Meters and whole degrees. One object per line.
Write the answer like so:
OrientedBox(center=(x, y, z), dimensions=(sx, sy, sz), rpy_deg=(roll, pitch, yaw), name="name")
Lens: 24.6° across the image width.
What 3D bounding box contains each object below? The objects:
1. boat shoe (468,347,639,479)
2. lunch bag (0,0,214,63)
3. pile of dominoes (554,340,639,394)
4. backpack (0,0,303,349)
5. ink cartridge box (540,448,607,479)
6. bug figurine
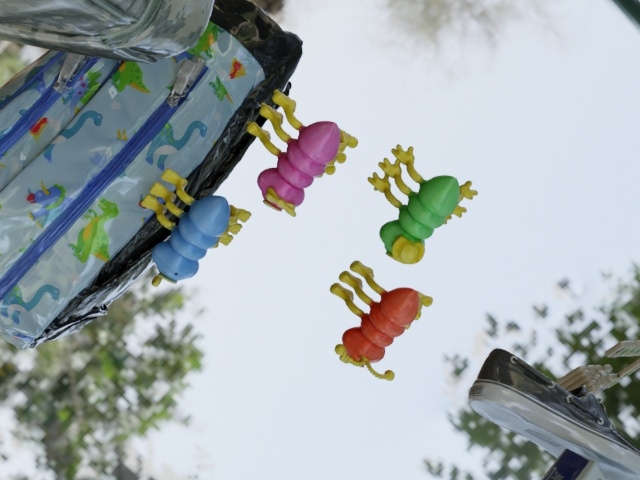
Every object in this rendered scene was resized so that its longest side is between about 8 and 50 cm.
OrientedBox(center=(0.256, 0.181, 1.522), dimensions=(0.080, 0.228, 0.076), rpy_deg=(-34, -149, 63), name="boat shoe")
OrientedBox(center=(-0.224, -0.237, 0.911), dimensions=(0.256, 0.305, 0.212), rpy_deg=(1, 99, -70), name="lunch bag")
OrientedBox(center=(0.374, 0.204, 2.000), dimensions=(0.196, 0.040, 0.251), rpy_deg=(-38, 159, 22), name="pile of dominoes")
OrientedBox(center=(-0.215, -0.063, 1.357), dimensions=(0.290, 0.273, 0.355), rpy_deg=(-29, -146, 55), name="backpack")
OrientedBox(center=(0.235, 0.354, 1.491), dimensions=(0.045, 0.224, 0.223), rpy_deg=(26, -111, 45), name="ink cartridge box")
OrientedBox(center=(0.000, 0.000, 1.227), dimensions=(0.216, 0.279, 0.072), rpy_deg=(-54, -156, 26), name="bug figurine")
